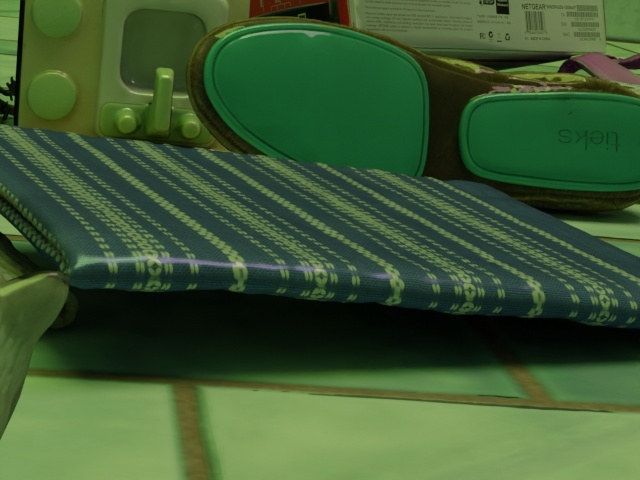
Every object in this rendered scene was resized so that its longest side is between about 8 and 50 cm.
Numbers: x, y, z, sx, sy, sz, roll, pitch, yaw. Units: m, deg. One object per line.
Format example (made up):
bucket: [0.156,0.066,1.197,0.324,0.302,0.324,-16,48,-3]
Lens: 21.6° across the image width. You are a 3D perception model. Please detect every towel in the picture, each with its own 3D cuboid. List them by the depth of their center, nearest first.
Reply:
towel: [0.000,0.000,0.812,0.336,0.040,0.243,6,13,-28]

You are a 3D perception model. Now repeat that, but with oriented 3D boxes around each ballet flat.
ballet flat: [0.063,-0.076,1.126,0.343,0.116,0.124,4,-4,-20]

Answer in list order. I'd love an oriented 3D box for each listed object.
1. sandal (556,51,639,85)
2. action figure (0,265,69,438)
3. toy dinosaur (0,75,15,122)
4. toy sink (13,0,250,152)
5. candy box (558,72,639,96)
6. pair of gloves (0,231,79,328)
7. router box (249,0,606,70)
sandal: [0.317,-0.125,1.482,0.416,0.102,0.169,13,12,35]
action figure: [-0.230,0.005,0.405,0.330,0.178,0.341,6,35,-23]
toy dinosaur: [-0.277,-0.104,1.293,0.082,0.047,0.090,0,-24,16]
toy sink: [-0.134,-0.123,1.170,0.153,0.131,0.234,3,12,-11]
candy box: [0.225,-0.086,1.323,0.165,0.070,0.196,-5,15,-44]
pair of gloves: [-0.241,-0.028,0.721,0.240,0.042,0.204,17,4,-35]
router box: [0.042,-0.194,1.546,0.335,0.082,0.301,-5,1,-44]
